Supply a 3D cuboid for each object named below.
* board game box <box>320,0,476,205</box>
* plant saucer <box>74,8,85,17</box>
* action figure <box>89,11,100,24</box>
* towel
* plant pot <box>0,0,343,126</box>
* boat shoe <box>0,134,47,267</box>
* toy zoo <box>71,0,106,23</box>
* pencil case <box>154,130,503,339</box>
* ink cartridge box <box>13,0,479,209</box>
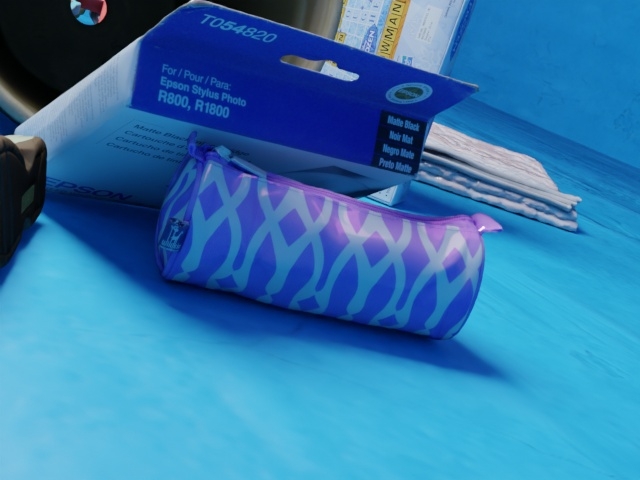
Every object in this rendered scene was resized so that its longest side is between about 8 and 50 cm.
[{"bbox_3d":[-0.009,-0.240,1.097,0.318,0.318,0.066,23,12,14],"label":"board game box"},{"bbox_3d":[-0.468,-0.381,1.642,0.200,0.037,0.200,17,13,-4],"label":"plant saucer"},{"bbox_3d":[-0.289,-0.381,1.618,0.141,0.164,0.275,44,17,-35],"label":"action figure"},{"bbox_3d":[0.171,-0.117,1.434,0.332,0.053,0.317,18,13,-6],"label":"towel"},{"bbox_3d":[-0.181,-0.222,0.910,0.323,0.323,0.280,13,-2,-23],"label":"plant pot"},{"bbox_3d":[-0.190,-0.023,0.541,0.072,0.068,0.190,5,5,-7],"label":"boat shoe"},{"bbox_3d":[-0.291,-0.326,1.425,0.293,0.030,0.192,16,55,-14],"label":"toy zoo"},{"bbox_3d":[0.000,0.000,0.634,0.206,0.088,0.086,15,15,-21],"label":"pencil case"},{"bbox_3d":[-0.050,-0.065,0.673,0.223,0.045,0.224,9,-19,-37],"label":"ink cartridge box"}]
